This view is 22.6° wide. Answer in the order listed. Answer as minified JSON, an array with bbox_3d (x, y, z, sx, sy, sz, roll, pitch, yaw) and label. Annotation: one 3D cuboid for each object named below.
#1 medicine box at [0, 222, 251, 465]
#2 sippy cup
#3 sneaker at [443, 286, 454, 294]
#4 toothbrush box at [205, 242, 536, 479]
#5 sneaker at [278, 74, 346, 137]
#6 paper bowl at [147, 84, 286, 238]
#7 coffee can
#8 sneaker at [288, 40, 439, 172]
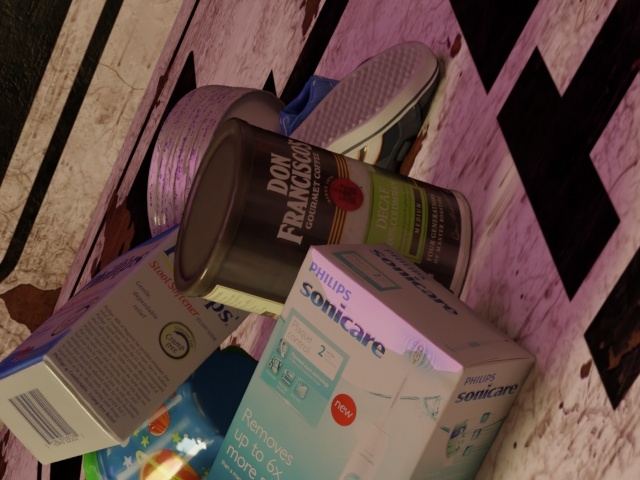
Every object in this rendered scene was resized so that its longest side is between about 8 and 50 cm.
[{"bbox_3d":[-0.262,0.134,2.081,0.289,0.149,0.263,-46,12,-31],"label":"medicine box"},{"bbox_3d":[-0.161,0.267,2.133,0.224,0.240,0.306,-45,48,34],"label":"sippy cup"},{"bbox_3d":[0.109,0.152,1.660,0.094,0.081,0.209,37,115,63],"label":"sneaker"},{"bbox_3d":[0.043,0.180,1.579,0.216,0.126,0.296,39,114,32],"label":"toothbrush box"},{"bbox_3d":[-0.014,-0.117,2.166,0.091,0.126,0.240,-134,63,-70],"label":"sneaker"},{"bbox_3d":[-0.107,-0.071,2.234,0.284,0.148,0.284,-29,-57,-58],"label":"paper bowl"},{"bbox_3d":[0.000,0.000,1.777,0.201,0.275,0.202,-163,90,-72],"label":"coffee can"},{"bbox_3d":[0.043,-0.112,2.030,0.321,0.127,0.126,-41,34,14],"label":"sneaker"}]
